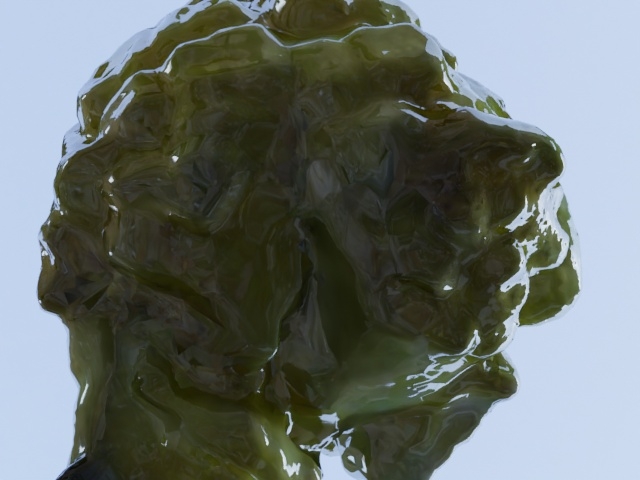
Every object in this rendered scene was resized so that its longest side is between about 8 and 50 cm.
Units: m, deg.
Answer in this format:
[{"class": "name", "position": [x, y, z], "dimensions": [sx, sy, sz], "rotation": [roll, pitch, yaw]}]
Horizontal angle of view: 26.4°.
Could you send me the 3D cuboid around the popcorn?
[{"class": "popcorn", "position": [0.000, -0.001, 0.693], "dimensions": [0.293, 0.237, 0.293], "rotation": [0, -90, 3]}]
